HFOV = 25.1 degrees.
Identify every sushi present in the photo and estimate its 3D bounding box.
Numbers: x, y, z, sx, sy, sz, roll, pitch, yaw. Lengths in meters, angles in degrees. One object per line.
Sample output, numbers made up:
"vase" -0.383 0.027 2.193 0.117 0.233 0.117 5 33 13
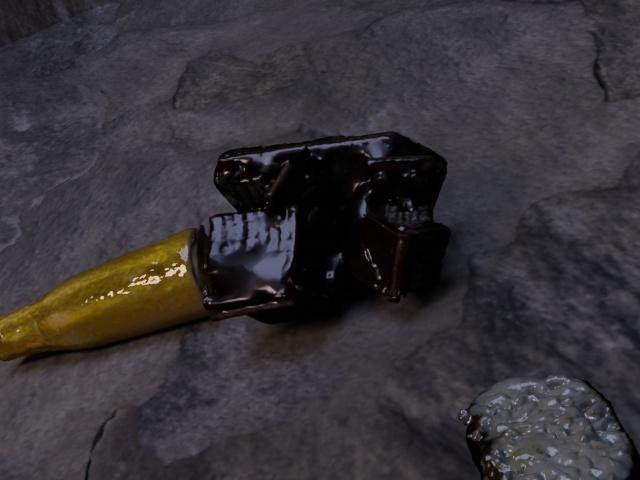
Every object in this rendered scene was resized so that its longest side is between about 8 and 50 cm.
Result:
"sushi" 0.134 0.136 0.797 0.090 0.078 0.150 -17 21 -5

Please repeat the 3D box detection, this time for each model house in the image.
"model house" 0.003 -0.010 1.163 0.203 0.141 0.164 -13 14 15

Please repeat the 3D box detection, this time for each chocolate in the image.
"chocolate" -0.194 0.056 1.271 0.219 0.085 0.085 -18 23 13
